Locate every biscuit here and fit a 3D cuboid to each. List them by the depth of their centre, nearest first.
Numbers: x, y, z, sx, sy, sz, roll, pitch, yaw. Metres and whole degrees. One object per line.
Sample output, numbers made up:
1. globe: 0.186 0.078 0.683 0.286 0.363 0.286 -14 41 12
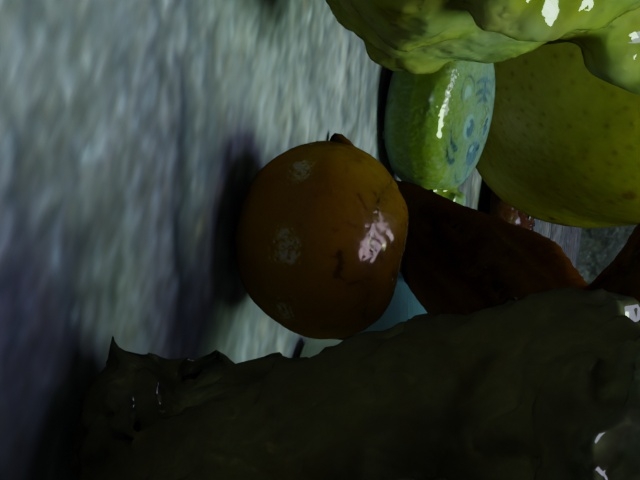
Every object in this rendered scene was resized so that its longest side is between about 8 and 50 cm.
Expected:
1. biscuit: 0.190 0.002 1.344 0.192 0.049 0.192 6 90 -76

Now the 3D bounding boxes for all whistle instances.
1. whistle: 0.065 -0.037 0.849 0.104 0.057 0.198 -11 113 -64

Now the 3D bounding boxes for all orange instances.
1. orange: 0.000 0.000 0.558 0.083 0.070 0.083 10 90 -87

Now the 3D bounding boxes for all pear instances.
1. pear: 0.273 -0.190 1.002 0.418 0.362 0.362 117 -6 -46

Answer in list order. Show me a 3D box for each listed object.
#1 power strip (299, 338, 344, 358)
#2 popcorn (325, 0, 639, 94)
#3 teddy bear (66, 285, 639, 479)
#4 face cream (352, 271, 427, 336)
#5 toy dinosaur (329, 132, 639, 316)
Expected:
1. power strip: -0.008 0.170 0.613 0.338 0.058 0.098 -70 159 -44
2. popcorn: 0.095 -0.165 0.571 0.256 0.255 0.195 -26 123 -40
3. teddy bear: -0.019 0.145 0.371 0.267 0.156 0.256 123 -15 -46
4. face cream: 0.058 0.110 0.806 0.077 0.077 0.250 -63 155 -56
5. toy dinosaur: 0.107 0.043 0.503 0.208 0.097 0.432 -49 -149 32
